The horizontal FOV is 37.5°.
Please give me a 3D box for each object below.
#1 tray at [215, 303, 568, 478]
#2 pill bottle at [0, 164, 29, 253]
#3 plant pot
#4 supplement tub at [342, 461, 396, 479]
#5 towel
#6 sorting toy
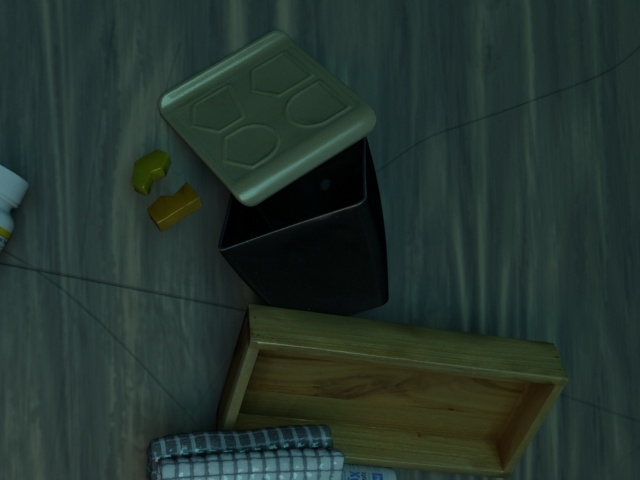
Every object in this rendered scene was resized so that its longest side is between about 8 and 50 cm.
[{"bbox_3d":[0.086,0.201,1.223,0.410,0.076,0.203,9,127,-13],"label":"tray"},{"bbox_3d":[-0.444,-0.001,1.133,0.119,0.119,0.208,28,80,-11],"label":"pill bottle"},{"bbox_3d":[0.000,0.000,1.195,0.188,0.187,0.167,-19,119,13],"label":"plant pot"},{"bbox_3d":[0.042,0.332,1.260,0.107,0.071,0.071,8,84,-13],"label":"supplement tub"},{"bbox_3d":[-0.104,0.365,1.161,0.235,0.121,0.284,0,112,-22],"label":"towel"},{"bbox_3d":[-0.110,-0.137,1.221,0.307,0.041,0.229,-33,56,-14],"label":"sorting toy"}]
